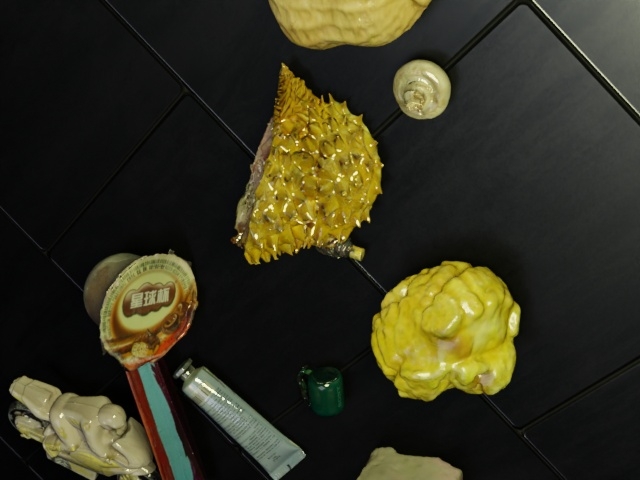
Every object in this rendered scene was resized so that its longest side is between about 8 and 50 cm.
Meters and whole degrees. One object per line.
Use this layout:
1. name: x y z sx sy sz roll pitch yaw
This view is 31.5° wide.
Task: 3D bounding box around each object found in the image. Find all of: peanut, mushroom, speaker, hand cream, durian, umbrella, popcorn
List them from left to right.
1. hand cream: -0.151 0.316 2.018 0.271 0.058 0.091 43 117 -5
2. durian: -0.009 -0.085 1.670 0.195 0.185 0.305 17 107 -5
3. speaker: -0.006 0.249 1.895 0.094 0.060 0.075 7 119 24
4. umbrella: 0.000 0.000 1.762 0.143 0.040 0.037 18 112 16
5. peanut: 0.036 -0.346 1.497 0.233 0.110 0.197 7 121 26
6. mushroom: 0.134 -0.201 1.547 0.085 0.079 0.085 15 125 23
7. popcorn: 0.190 0.140 1.677 0.203 0.226 0.200 29 178 -38

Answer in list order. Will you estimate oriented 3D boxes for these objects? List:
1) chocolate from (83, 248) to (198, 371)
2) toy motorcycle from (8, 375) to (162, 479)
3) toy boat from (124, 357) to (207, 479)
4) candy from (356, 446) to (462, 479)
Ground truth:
1. chocolate: -0.323 0.102 1.921 0.147 0.221 0.221 20 129 45
2. toy motorcycle: -0.442 0.369 2.162 0.340 0.108 0.223 27 135 3
3. toy boat: -0.289 0.324 2.062 0.079 0.136 0.392 -16 113 0
4. candy: 0.126 0.449 1.861 0.184 0.195 0.137 12 122 19
